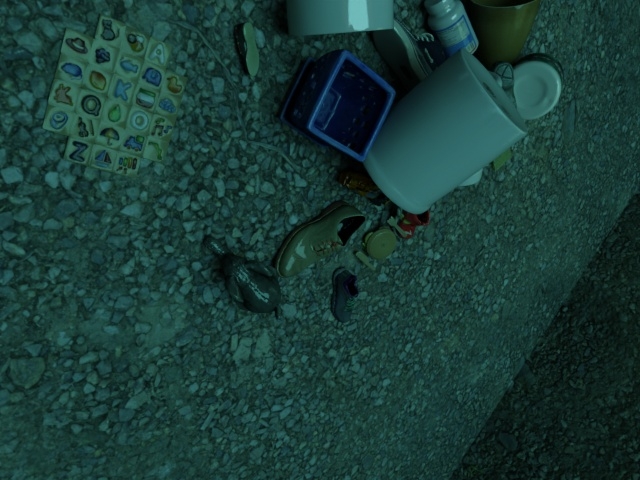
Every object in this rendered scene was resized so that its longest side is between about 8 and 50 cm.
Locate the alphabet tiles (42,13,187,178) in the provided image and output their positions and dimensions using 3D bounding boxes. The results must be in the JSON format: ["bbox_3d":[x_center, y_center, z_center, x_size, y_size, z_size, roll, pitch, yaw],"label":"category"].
[{"bbox_3d":[-0.483,-0.334,1.151,0.285,0.011,0.343,13,99,-39],"label":"alphabet tiles"}]

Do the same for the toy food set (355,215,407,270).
[{"bbox_3d":[0.220,0.008,1.773,0.192,0.038,0.132,-46,122,2],"label":"toy food set"}]

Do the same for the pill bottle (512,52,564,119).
[{"bbox_3d":[0.806,-0.594,1.818,0.361,0.204,0.204,-45,134,-53],"label":"pill bottle"}]

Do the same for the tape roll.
[{"bbox_3d":[0.051,-0.603,1.273,0.286,0.286,0.100,-19,118,-30],"label":"tape roll"}]

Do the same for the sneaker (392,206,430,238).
[{"bbox_3d":[0.339,-0.079,1.752,0.107,0.118,0.279,-44,154,-21],"label":"sneaker"}]

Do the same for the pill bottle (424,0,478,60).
[{"bbox_3d":[0.436,-0.725,1.618,0.124,0.124,0.221,-51,129,-10],"label":"pill bottle"}]

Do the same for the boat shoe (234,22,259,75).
[{"bbox_3d":[-0.196,-0.508,1.281,0.049,0.042,0.133,-37,128,-46],"label":"boat shoe"}]

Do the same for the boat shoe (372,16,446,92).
[{"bbox_3d":[0.297,-0.631,1.563,0.340,0.127,0.158,42,74,-47],"label":"boat shoe"}]

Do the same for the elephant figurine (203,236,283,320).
[{"bbox_3d":[-0.223,0.110,1.397,0.239,0.185,0.170,55,37,-49],"label":"elephant figurine"}]

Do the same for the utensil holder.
[{"bbox_3d":[0.354,-0.318,1.430,0.327,0.328,0.385,19,135,-40],"label":"utensil holder"}]

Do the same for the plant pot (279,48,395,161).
[{"bbox_3d":[0.035,-0.387,1.387,0.235,0.212,0.236,24,91,-40],"label":"plant pot"}]

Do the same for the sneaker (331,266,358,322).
[{"bbox_3d":[0.095,0.213,1.732,0.083,0.098,0.224,-20,118,-30],"label":"sneaker"}]

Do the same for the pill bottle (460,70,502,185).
[{"bbox_3d":[0.498,-0.388,1.672,0.210,0.210,0.363,-26,132,-27],"label":"pill bottle"}]

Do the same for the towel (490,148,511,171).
[{"bbox_3d":[0.675,-0.346,1.816,0.110,0.027,0.148,-39,127,-20],"label":"towel"}]

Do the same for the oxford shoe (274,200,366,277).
[{"bbox_3d":[0.000,0.000,1.559,0.348,0.130,0.123,-44,127,-15],"label":"oxford shoe"}]

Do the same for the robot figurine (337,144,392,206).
[{"bbox_3d":[0.198,-0.226,1.652,0.290,0.085,0.211,10,101,-39],"label":"robot figurine"}]

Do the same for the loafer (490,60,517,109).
[{"bbox_3d":[0.635,-0.495,1.695,0.096,0.084,0.268,-7,119,3],"label":"loafer"}]

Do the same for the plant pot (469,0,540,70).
[{"bbox_3d":[0.649,-0.755,1.722,0.237,0.237,0.255,-36,140,-21],"label":"plant pot"}]
